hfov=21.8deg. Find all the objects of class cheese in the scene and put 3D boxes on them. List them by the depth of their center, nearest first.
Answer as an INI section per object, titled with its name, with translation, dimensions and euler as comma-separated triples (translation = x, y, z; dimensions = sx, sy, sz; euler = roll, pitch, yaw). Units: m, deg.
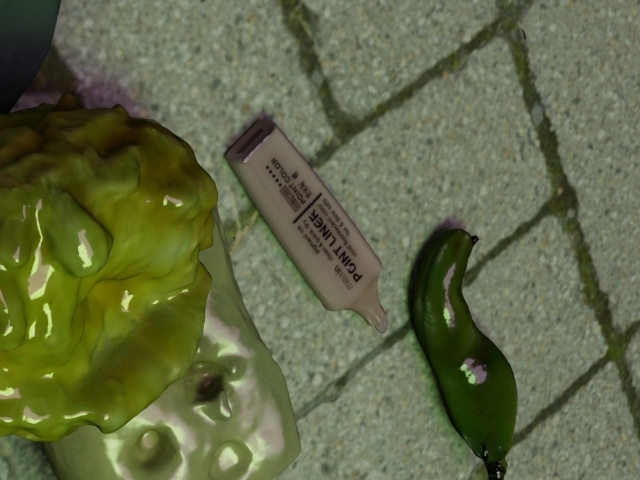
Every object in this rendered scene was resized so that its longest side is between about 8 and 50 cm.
[cheese]
translation = -0.114, 0.055, 1.016
dimensions = 0.159, 0.093, 0.263
euler = -29, 107, -22

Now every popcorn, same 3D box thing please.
[popcorn]
translation = -0.145, 0.011, 0.862
dimensions = 0.197, 0.155, 0.197
euler = -26, 132, -33

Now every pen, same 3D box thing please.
[pen]
translation = 0.000, 0.000, 1.154
dimensions = 0.053, 0.032, 0.197
euler = -48, 127, -16

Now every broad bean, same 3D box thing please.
[broad bean]
translation = 0.112, 0.093, 1.264
dimensions = 0.070, 0.048, 0.214
euler = -27, 117, -28

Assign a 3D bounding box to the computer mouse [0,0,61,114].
[computer mouse]
translation = -0.296, -0.068, 0.835
dimensions = 0.371, 0.122, 0.188
euler = -45, 138, -18
